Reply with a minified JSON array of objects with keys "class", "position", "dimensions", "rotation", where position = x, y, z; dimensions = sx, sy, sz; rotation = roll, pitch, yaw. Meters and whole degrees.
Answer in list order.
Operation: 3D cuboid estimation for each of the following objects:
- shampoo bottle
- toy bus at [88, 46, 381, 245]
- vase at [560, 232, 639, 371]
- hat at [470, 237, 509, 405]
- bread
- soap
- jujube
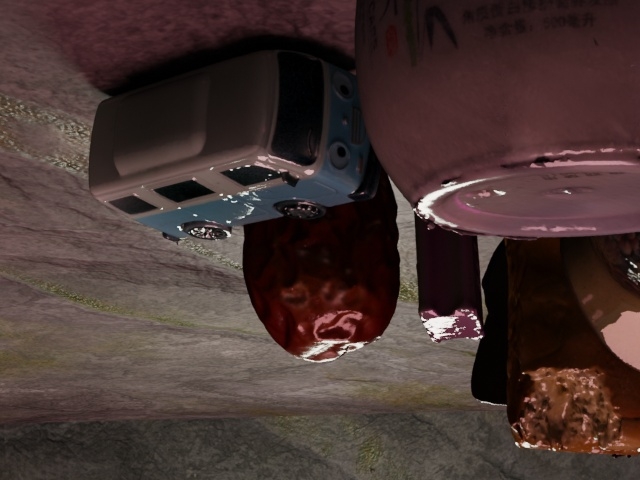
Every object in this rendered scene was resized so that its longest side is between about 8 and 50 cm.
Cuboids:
[{"class":"shampoo bottle","position":[0.157,-0.147,0.891],"dimensions":[0.272,0.266,0.273],"rotation":[-2,167,0]},{"class":"toy bus","position":[-0.088,-0.093,1.320],"dimensions":[0.271,0.133,0.164],"rotation":[-11,157,39]},{"class":"vase","position":[0.316,-0.051,1.337],"dimensions":[0.329,0.241,0.302],"rotation":[35,148,6]},{"class":"hat","position":[0.298,0.049,1.670],"dimensions":[0.238,0.336,0.209],"rotation":[11,129,16]},{"class":"bread","position":[0.300,0.064,1.515],"dimensions":[0.195,0.344,0.149],"rotation":[4,158,-11]},{"class":"soap","position":[0.142,0.003,1.547],"dimensions":[0.065,0.203,0.122],"rotation":[-6,162,10]},{"class":"jujube","position":[0.000,0.000,1.440],"dimensions":[0.174,0.251,0.174],"rotation":[-5,162,-2]}]
